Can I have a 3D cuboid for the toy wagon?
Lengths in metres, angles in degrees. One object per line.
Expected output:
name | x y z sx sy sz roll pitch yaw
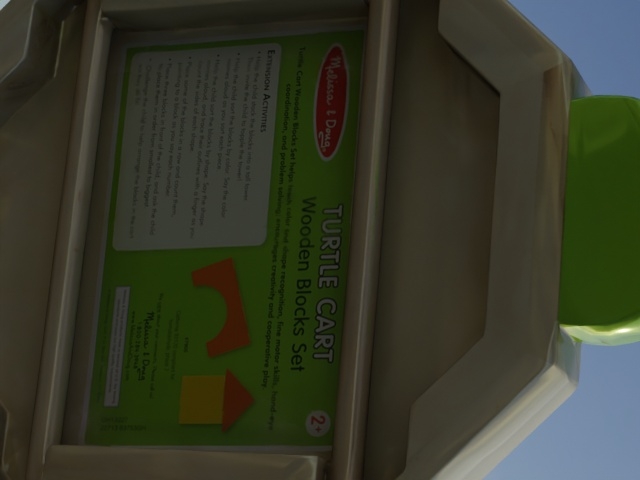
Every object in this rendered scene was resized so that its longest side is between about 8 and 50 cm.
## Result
toy wagon | 0.000 0.000 0.658 0.068 0.344 0.267 40 53 -64
